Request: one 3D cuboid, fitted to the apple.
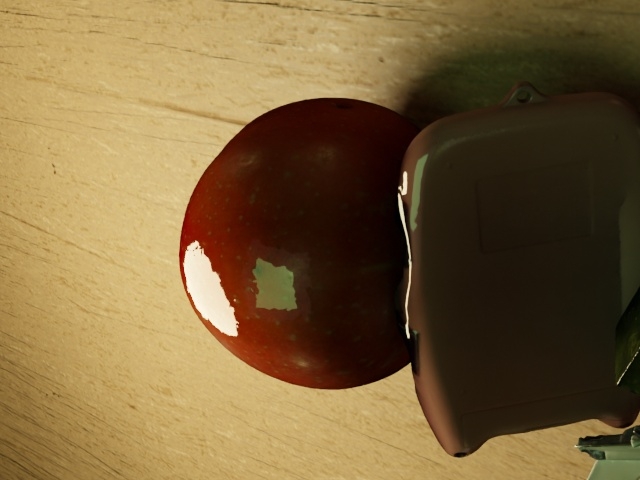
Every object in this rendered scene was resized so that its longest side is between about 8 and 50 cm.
[{"bbox_3d":[0.000,0.000,1.001,0.216,0.260,0.260,9,122,23],"label":"apple"}]

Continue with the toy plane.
[{"bbox_3d":[0.302,0.152,0.881,0.234,0.160,0.082,-17,72,17],"label":"toy plane"}]

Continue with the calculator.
[{"bbox_3d":[0.167,0.033,0.888,0.048,0.220,0.330,-102,2,-63],"label":"calculator"}]

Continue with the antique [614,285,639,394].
[{"bbox_3d":[0.291,0.017,0.794,0.080,0.081,0.221,21,125,1],"label":"antique"}]
